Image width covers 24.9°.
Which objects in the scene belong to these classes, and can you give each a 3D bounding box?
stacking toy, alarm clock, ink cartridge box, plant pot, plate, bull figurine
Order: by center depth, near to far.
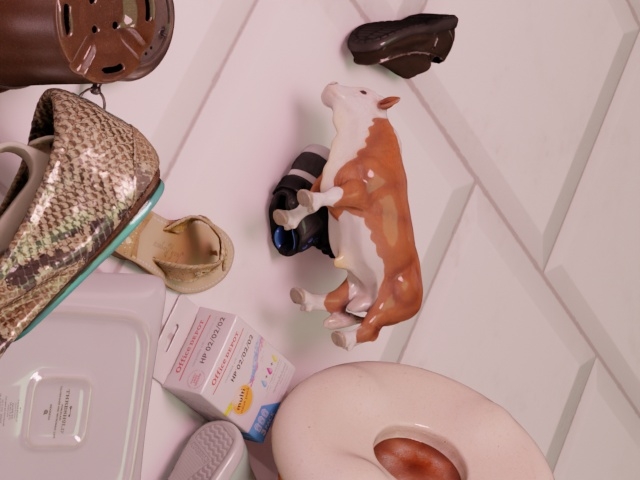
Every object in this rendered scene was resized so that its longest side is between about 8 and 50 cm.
[{"bbox_3d":[-0.250,-0.208,1.313,0.167,0.165,0.167,-18,113,-51],"label":"plant pot"},{"bbox_3d":[-0.270,0.166,1.434,0.278,0.045,0.277,6,93,-44],"label":"plate"},{"bbox_3d":[-0.208,-0.207,1.462,0.129,0.064,0.192,23,82,-54],"label":"alarm clock"},{"bbox_3d":[-0.112,0.149,1.669,0.181,0.061,0.104,46,61,-48],"label":"ink cartridge box"},{"bbox_3d":[0.041,-0.027,1.700,0.188,0.101,0.310,-29,112,-36],"label":"bull figurine"},{"bbox_3d":[0.055,0.421,1.776,0.350,0.350,0.480,-22,140,-50],"label":"stacking toy"}]

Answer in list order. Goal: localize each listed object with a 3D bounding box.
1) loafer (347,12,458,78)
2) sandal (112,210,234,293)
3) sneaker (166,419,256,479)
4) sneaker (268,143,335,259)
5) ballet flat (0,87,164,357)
[{"bbox_3d":[0.115,-0.246,1.874,0.220,0.080,0.078,-21,114,-50],"label":"loafer"},{"bbox_3d":[-0.144,0.011,1.579,0.240,0.079,0.088,23,79,-54],"label":"sandal"},{"bbox_3d":[-0.148,0.346,1.642,0.256,0.094,0.151,-53,144,-26],"label":"sneaker"},{"bbox_3d":[0.000,0.000,1.786,0.121,0.079,0.217,-49,126,-32],"label":"sneaker"},{"bbox_3d":[-0.328,0.070,1.258,0.182,0.164,0.483,39,74,-23],"label":"ballet flat"}]
